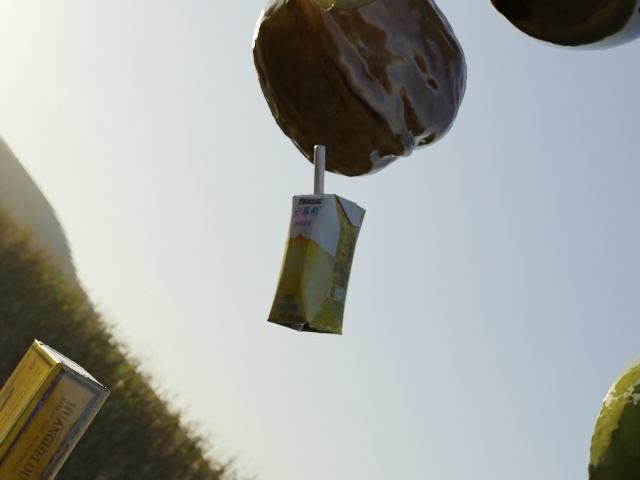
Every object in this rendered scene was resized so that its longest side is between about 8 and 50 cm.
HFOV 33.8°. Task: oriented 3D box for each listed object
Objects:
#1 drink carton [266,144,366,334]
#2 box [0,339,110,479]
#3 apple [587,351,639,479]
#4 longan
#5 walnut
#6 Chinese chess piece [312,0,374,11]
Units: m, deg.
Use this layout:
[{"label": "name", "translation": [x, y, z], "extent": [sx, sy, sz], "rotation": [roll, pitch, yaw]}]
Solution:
[{"label": "drink carton", "translation": [0.000, 0.000, 1.157], "extent": [0.084, 0.200, 0.074], "rotation": [0, -17, 43]}, {"label": "box", "translation": [-0.399, 0.249, 1.453], "extent": [0.084, 0.193, 0.301], "rotation": [37, -12, -17]}, {"label": "apple", "translation": [0.427, 0.252, 1.062], "extent": [0.233, 0.258, 0.295], "rotation": [4, -57, 41]}, {"label": "longan", "translation": [0.375, -0.394, 1.531], "extent": [0.300, 0.243, 0.300], "rotation": [30, -4, 3]}, {"label": "walnut", "translation": [0.052, -0.275, 1.603], "extent": [0.344, 0.306, 0.306], "rotation": [57, -15, -19]}, {"label": "Chinese chess piece", "translation": [0.013, -0.404, 1.278], "extent": [0.251, 0.097, 0.251], "rotation": [157, -90, -79]}]
